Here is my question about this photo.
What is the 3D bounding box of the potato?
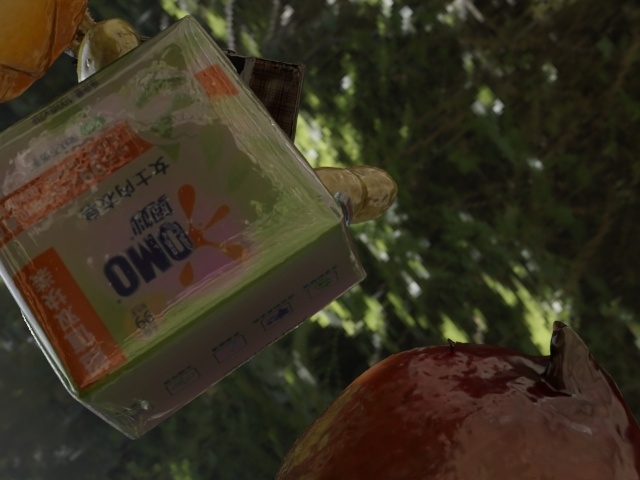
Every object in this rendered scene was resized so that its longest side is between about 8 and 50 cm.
[{"bbox_3d":[-0.183,-0.146,1.201,0.138,0.070,0.092,69,-170,-68],"label":"potato"}]

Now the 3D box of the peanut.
[{"bbox_3d":[0.033,-0.069,2.110,0.263,0.117,0.101,-7,-77,-59],"label":"peanut"}]

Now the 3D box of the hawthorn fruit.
[{"bbox_3d":[0.107,0.222,0.986,0.295,0.311,0.295,53,174,8],"label":"hawthorn fruit"}]

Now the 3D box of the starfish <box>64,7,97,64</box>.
[{"bbox_3d":[-0.266,-0.274,1.350,0.113,0.312,0.303,31,-158,-43],"label":"starfish"}]

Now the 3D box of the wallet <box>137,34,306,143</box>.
[{"bbox_3d":[-0.138,-0.162,1.518,0.230,0.124,0.042,11,-173,7],"label":"wallet"}]

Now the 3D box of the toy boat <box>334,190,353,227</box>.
[{"bbox_3d":[0.000,0.001,1.685,0.034,0.122,0.096,29,153,12],"label":"toy boat"}]

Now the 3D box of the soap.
[{"bbox_3d":[-0.101,-0.006,0.842,0.182,0.199,0.138,54,172,19],"label":"soap"}]

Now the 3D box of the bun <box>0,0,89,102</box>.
[{"bbox_3d":[-0.277,-0.193,1.019,0.165,0.299,0.299,47,-162,-34],"label":"bun"}]
